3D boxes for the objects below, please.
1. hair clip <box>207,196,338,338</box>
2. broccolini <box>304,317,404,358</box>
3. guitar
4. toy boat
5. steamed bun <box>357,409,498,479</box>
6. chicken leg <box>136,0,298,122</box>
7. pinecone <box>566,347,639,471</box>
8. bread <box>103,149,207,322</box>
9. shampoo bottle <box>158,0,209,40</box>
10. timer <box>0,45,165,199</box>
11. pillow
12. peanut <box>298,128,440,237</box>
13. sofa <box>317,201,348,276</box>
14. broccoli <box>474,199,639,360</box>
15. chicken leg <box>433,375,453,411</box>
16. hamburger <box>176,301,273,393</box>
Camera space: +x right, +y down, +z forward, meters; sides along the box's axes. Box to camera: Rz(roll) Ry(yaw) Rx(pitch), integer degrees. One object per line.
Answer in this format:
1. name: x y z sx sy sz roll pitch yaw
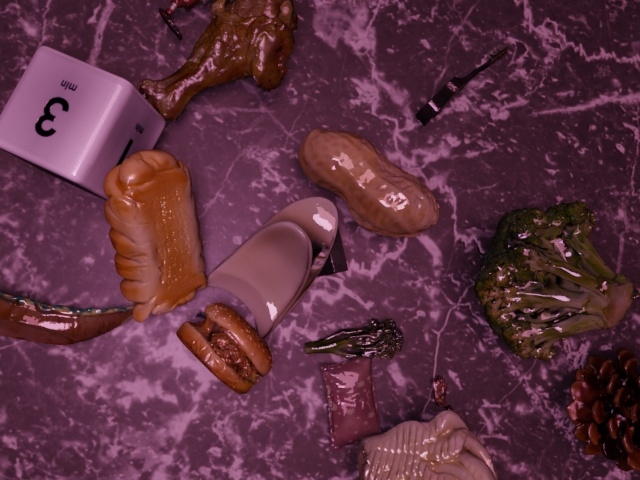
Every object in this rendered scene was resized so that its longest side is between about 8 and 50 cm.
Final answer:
1. hair clip: -0.080 0.034 1.165 0.172 0.113 0.282 42 120 4
2. broccolini: 0.071 0.207 1.203 0.203 0.068 0.091 -8 71 -9
3. guitar: 0.310 -0.347 1.284 0.271 0.084 0.038 -42 91 -15
4. toy boat: -0.491 0.145 1.113 0.293 0.108 0.099 7 53 -14
5. steamed bun: 0.211 0.498 1.136 0.280 0.207 0.268 -22 50 9
6. chicken leg: -0.175 -0.360 1.180 0.211 0.140 0.361 39 92 16
7. pinecone: 0.654 0.352 1.198 0.264 0.264 0.264 1 86 -9
8. bread: -0.305 -0.016 1.092 0.173 0.121 0.311 -25 122 -42
9. shampoo bottle: -0.237 -0.547 1.211 0.153 0.071 0.284 36 84 -7
10. timer: -0.431 -0.201 1.076 0.192 0.194 0.195 24 84 9
11. pillow: 0.066 0.328 1.210 0.118 0.043 0.185 -9 88 -12
12. peanut: 0.095 -0.116 1.201 0.313 0.149 0.149 40 81 -4
13. sofa: 0.000 0.000 1.218 0.060 0.085 0.147 -11 86 -51
14. broccoli: 0.468 0.080 1.175 0.304 0.283 0.321 -32 119 -23
15. chicken leg: 0.254 0.327 1.250 0.036 0.021 0.083 -14 89 -19
16. hamburger: -0.174 0.197 1.108 0.182 0.191 0.118 40 79 3
